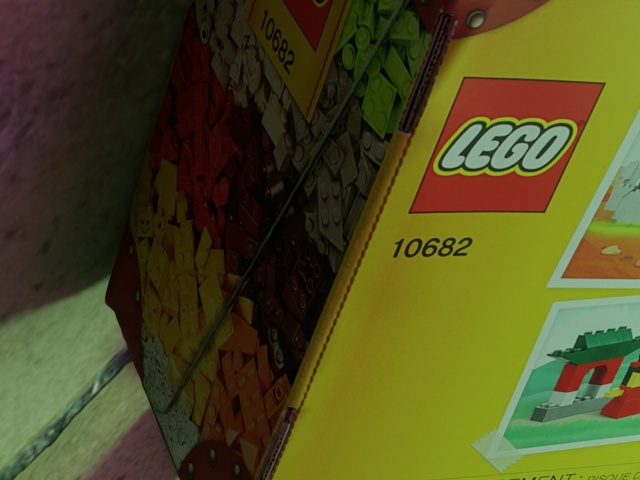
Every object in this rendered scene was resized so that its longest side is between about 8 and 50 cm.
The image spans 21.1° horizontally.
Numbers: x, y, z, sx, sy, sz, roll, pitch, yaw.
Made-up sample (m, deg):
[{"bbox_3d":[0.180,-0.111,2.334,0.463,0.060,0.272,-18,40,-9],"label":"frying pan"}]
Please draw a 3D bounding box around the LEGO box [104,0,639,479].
[{"bbox_3d":[0.188,-0.048,0.861,0.500,0.193,0.372,0,130,-28],"label":"LEGO box"}]
